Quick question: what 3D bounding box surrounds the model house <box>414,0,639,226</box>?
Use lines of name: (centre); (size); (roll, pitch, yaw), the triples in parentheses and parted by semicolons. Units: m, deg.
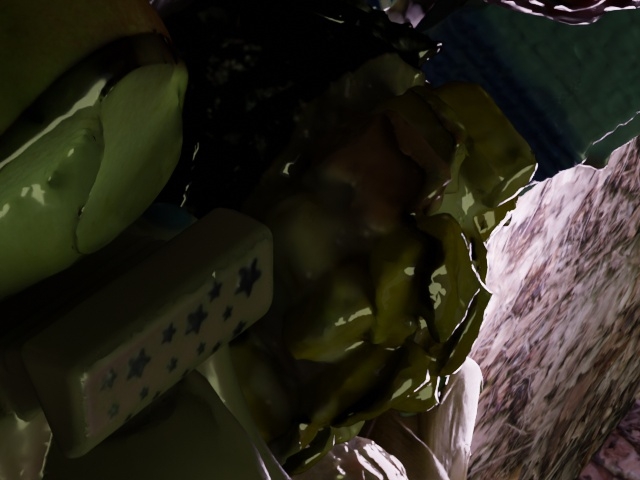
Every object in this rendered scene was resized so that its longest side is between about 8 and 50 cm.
model house: (0.203, -0.184, 1.738); (0.329, 0.251, 0.295); (-42, -168, 25)

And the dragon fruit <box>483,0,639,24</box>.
dragon fruit: (0.163, -0.296, 1.282); (0.329, 0.329, 0.329); (-48, 158, -27)

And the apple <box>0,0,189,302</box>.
apple: (-0.173, -0.067, 1.009); (0.188, 0.174, 0.207); (-33, -164, -15)

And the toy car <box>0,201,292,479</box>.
toy car: (-0.105, 0.158, 1.119); (0.242, 0.226, 0.336); (-38, 117, -40)

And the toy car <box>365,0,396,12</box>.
toy car: (0.034, -0.218, 1.436); (0.080, 0.070, 0.171); (-55, 161, -9)

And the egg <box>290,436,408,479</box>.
egg: (0.003, 0.283, 1.925); (0.195, 0.195, 0.233); (-53, 158, -15)

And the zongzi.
zongzi: (0.126, 0.265, 2.069); (0.145, 0.300, 0.274); (30, 90, -35)

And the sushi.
sushi: (0.000, 0.000, 1.359); (0.328, 0.285, 0.328); (-15, 133, -65)
